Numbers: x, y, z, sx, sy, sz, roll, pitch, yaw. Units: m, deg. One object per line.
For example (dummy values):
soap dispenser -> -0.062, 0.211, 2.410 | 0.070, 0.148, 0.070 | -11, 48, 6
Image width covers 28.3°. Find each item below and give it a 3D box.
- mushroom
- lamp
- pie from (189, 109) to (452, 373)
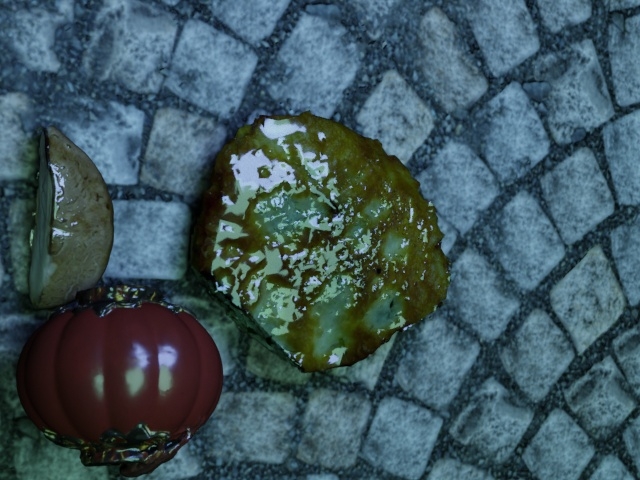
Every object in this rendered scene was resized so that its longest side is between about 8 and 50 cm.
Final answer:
mushroom -> -0.281, -0.022, 1.435 | 0.094, 0.072, 0.209 | 4, 94, -38
lamp -> -0.220, 0.157, 1.402 | 0.227, 0.227, 0.227 | -4, 98, -28
pie -> 0.000, 0.000, 1.574 | 0.355, 0.103, 0.288 | 44, 75, -21
